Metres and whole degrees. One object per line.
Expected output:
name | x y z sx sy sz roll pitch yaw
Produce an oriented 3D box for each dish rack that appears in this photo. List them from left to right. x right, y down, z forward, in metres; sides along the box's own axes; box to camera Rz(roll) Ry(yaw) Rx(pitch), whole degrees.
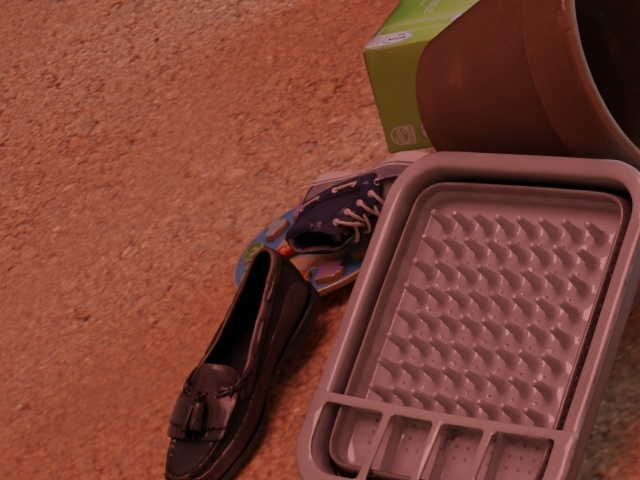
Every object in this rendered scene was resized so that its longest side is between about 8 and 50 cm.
dish rack | 0.143 0.088 1.698 0.285 0.072 0.333 5 69 43

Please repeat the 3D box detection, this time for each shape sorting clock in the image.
shape sorting clock | 0.000 0.000 2.080 0.206 0.040 0.206 -21 31 14

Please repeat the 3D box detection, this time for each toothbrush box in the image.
toothbrush box | 0.211 -0.198 2.045 0.283 0.122 0.206 -7 22 20

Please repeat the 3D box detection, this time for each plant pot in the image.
plant pot | 0.216 -0.155 1.826 0.229 0.263 0.263 -16 32 41

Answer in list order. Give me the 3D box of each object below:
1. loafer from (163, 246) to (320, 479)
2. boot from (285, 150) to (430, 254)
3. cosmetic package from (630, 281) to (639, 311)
loafer | -0.091 0.124 1.906 0.096 0.084 0.267 0 48 36
boot | 0.051 -0.030 1.987 0.190 0.069 0.086 -13 38 45
cosmetic package | 0.191 0.006 1.851 0.239 0.099 0.060 11 49 50
